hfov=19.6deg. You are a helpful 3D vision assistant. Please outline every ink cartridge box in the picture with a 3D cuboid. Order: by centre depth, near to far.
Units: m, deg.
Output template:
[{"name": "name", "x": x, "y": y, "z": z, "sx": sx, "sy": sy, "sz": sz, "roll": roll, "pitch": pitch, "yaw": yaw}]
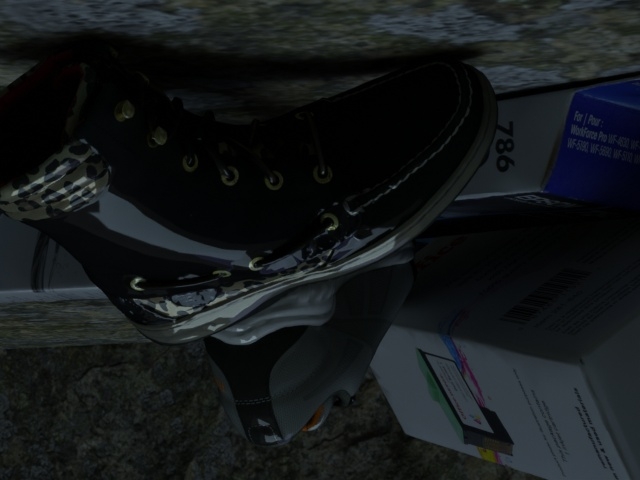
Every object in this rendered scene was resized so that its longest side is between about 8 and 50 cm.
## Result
[{"name": "ink cartridge box", "x": -0.163, "y": -0.017, "z": 1.104, "sx": 0.180, "sy": 0.104, "sz": 0.060, "roll": -3, "pitch": 174, "yaw": 8}, {"name": "ink cartridge box", "x": 0.096, "y": -0.042, "z": 1.161, "sx": 0.332, "sy": 0.065, "sz": 0.165, "roll": -8, "pitch": 171, "yaw": 38}, {"name": "ink cartridge box", "x": 0.177, "y": 0.053, "z": 1.223, "sx": 0.201, "sy": 0.117, "sz": 0.278, "roll": -34, "pitch": -161, "yaw": -23}]

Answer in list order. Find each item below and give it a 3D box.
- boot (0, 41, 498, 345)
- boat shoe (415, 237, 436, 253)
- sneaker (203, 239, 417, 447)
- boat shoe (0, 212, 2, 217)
[{"name": "boot", "x": -0.045, "y": -0.045, "z": 0.922, "sx": 0.236, "sy": 0.085, "sz": 0.178, "roll": -30, "pitch": 141, "yaw": 18}, {"name": "boat shoe", "x": 0.166, "y": 0.064, "z": 1.590, "sx": 0.258, "sy": 0.089, "sz": 0.109, "roll": 22, "pitch": 175, "yaw": -33}, {"name": "sneaker", "x": -0.007, "y": 0.053, "z": 1.137, "sx": 0.100, "sy": 0.108, "sz": 0.271, "roll": -7, "pitch": -173, "yaw": 21}, {"name": "boat shoe", "x": -0.198, "y": -0.035, "z": 1.030, "sx": 0.227, "sy": 0.081, "sz": 0.079, "roll": -4, "pitch": 174, "yaw": 13}]
